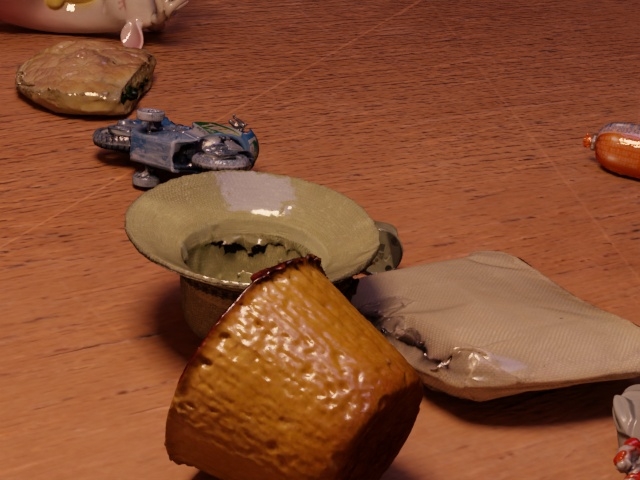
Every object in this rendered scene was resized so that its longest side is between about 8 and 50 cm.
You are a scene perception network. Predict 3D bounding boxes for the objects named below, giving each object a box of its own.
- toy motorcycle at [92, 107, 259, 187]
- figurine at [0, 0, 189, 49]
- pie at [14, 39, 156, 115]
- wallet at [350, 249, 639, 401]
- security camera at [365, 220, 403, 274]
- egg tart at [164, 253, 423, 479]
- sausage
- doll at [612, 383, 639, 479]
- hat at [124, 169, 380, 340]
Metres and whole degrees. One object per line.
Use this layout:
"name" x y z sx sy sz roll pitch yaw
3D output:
"toy motorcycle" -0.164 -0.115 1.898 0.254 0.092 0.135 15 17 39
"figurine" -0.301 -0.403 2.266 0.315 0.284 0.206 11 26 -14
"pie" -0.324 -0.225 2.126 0.185 0.052 0.218 11 29 9
"wallet" 0.183 0.089 1.583 0.274 0.068 0.335 -5 21 -27
"security camera" 0.065 0.002 1.756 0.058 0.058 0.092 6 14 2
"egg tart" -0.019 0.132 1.316 0.170 0.215 0.215 33 35 20
"sausage" 0.453 -0.105 2.010 0.234 0.071 0.071 16 28 18
"doll" 0.297 0.185 1.403 0.094 0.079 0.180 35 35 -4
"hat" -0.070 0.039 1.551 0.257 0.130 0.257 4 27 -2
